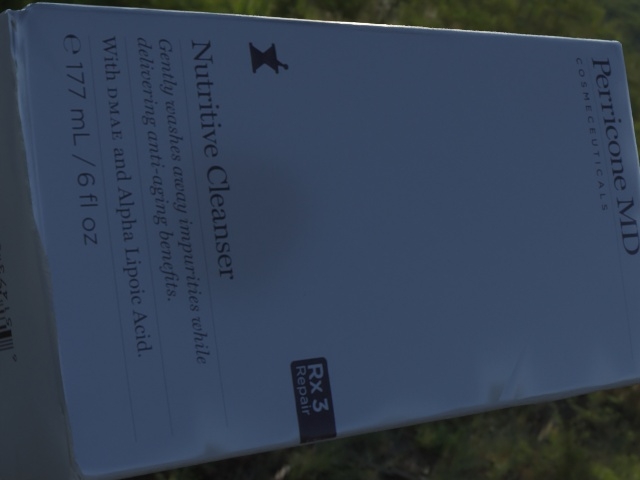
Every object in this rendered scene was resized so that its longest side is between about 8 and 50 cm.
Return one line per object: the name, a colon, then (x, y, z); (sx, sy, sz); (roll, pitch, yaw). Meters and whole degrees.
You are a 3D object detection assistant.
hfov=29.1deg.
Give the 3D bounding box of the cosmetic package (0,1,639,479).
cosmetic package: (0.000, 0.000, 0.677); (0.385, 0.217, 0.156); (-6, -5, -34)
